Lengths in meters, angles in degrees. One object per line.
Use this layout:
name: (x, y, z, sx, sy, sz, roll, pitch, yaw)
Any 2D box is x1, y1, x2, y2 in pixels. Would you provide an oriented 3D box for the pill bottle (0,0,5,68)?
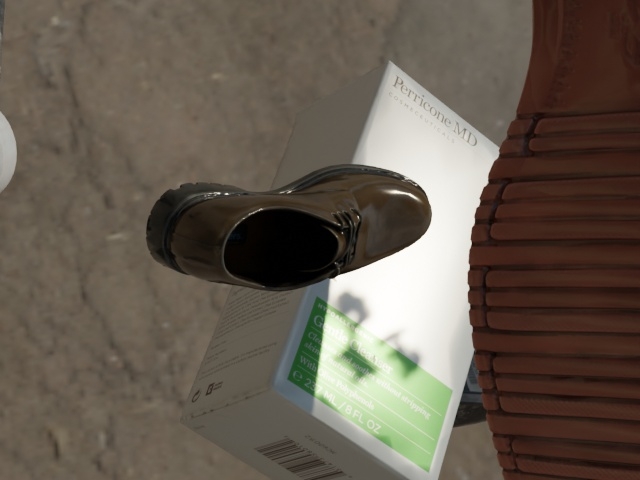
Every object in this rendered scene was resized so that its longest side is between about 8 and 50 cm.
pill bottle: (-0.265, -0.112, 0.901, 0.176, 0.176, 0.319, 4, 90, -53)

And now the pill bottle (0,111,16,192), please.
pill bottle: (-0.351, -0.063, 1.359, 0.208, 0.119, 0.119, -28, 105, -65)

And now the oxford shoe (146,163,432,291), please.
oxford shoe: (0.000, 0.000, 1.122, 0.227, 0.096, 0.083, -11, 112, -37)

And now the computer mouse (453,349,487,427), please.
computer mouse: (0.094, 0.138, 1.694, 0.272, 0.072, 0.188, 2, 45, -14)

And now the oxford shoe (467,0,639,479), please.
oxford shoe: (0.158, -0.049, 0.772, 0.146, 0.140, 0.397, 0, 95, -70)

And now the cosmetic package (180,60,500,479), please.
cosmetic package: (0.037, 0.044, 1.497, 0.197, 0.155, 0.366, 34, 56, -24)
